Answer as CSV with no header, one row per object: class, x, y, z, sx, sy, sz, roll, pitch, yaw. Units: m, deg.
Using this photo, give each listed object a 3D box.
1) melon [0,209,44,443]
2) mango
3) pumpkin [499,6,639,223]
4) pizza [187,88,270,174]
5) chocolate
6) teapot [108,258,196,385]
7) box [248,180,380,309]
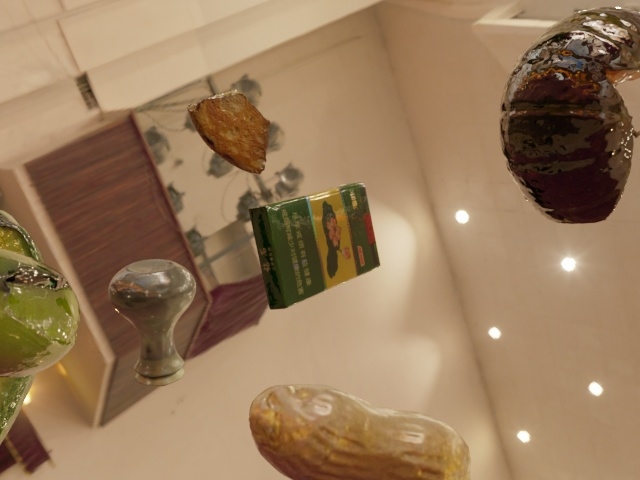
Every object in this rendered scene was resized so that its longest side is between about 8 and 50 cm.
melon,-0.524,0.137,1.120,0.226,0.343,0.331,38,-6,-27
mango,-0.195,0.043,0.429,0.091,0.074,0.165,8,-9,3
pumpkin,0.205,-0.117,0.595,0.108,0.183,0.119,31,-16,-31
pizza,-0.139,-0.180,1.194,0.160,0.099,0.036,43,-5,-23
chocolate,0.051,0.269,0.965,0.309,0.134,0.134,19,-32,-12
teapot,-0.350,0.173,1.568,0.183,0.184,0.250,16,-66,47
box,0.000,0.000,0.990,0.034,0.235,0.132,-8,-83,36
